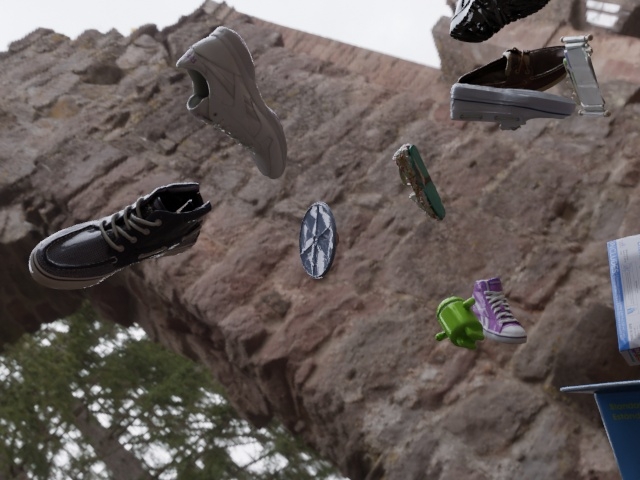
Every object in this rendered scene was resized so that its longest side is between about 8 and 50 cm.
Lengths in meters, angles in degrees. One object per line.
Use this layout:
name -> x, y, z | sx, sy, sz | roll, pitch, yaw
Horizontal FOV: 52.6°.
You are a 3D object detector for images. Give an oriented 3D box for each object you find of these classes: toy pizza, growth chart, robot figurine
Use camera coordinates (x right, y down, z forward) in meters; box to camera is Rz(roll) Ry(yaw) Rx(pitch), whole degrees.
toy pizza -> 0.000, 0.000, 1.692 | 0.032, 0.201, 0.201 | 2, -67, -28
growth chart -> 0.672, -0.417, 1.656 | 0.021, 0.172, 0.237 | -25, -68, 1
robot figurine -> 0.262, 0.154, 1.221 | 0.067, 0.115, 0.101 | 16, -61, -29

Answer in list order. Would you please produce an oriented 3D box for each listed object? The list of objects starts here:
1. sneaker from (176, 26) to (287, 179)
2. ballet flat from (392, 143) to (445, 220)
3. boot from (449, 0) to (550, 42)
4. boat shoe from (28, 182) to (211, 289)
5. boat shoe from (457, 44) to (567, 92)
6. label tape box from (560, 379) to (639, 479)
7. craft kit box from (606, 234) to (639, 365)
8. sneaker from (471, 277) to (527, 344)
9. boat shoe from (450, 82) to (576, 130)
sneaker -> -0.169, -0.238, 1.232 | 0.152, 0.114, 0.305 | -38, -60, -23
ballet flat -> 0.278, -0.160, 1.844 | 0.091, 0.077, 0.240 | -26, -87, -53
boot -> 0.267, -0.427, 0.951 | 0.094, 0.246, 0.207 | 8, -91, -10
boat shoe -> -0.364, -0.024, 1.209 | 0.341, 0.127, 0.158 | -22, -20, -42
boat shoe -> 0.571, -0.498, 1.898 | 0.123, 0.342, 0.123 | 34, -131, -56
label tape box -> 0.404, 0.184, 0.547 | 0.348, 0.249, 0.115 | 19, -116, -40
craft kit box -> 0.620, 0.072, 1.076 | 0.061, 0.247, 0.249 | 44, -137, -29
sneaker -> 0.538, 0.204, 1.979 | 0.102, 0.282, 0.161 | -2, -73, -17
boat shoe -> 0.353, -0.242, 1.207 | 0.083, 0.226, 0.075 | -33, -47, -56
